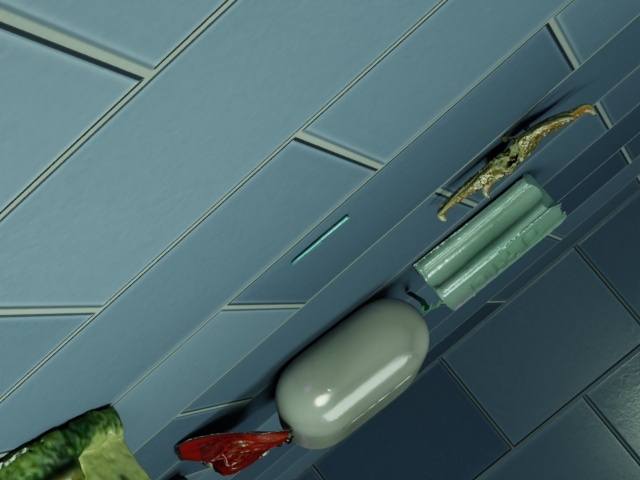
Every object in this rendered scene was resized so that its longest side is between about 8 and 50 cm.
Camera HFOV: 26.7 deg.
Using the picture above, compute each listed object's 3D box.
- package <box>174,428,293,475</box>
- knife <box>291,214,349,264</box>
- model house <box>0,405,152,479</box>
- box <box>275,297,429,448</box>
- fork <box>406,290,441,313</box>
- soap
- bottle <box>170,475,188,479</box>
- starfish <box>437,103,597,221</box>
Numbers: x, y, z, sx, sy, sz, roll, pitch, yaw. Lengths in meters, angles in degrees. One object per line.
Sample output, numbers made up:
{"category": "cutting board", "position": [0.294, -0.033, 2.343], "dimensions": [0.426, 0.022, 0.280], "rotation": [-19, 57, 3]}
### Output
{"category": "package", "position": [-0.144, 0.353, 2.271], "dimensions": [0.194, 0.071, 0.269], "rotation": [-16, 170, -9]}
{"category": "knife", "position": [0.000, 0.000, 1.624], "dimensions": [0.091, 0.005, 0.014], "rotation": [-40, 166, 5]}
{"category": "model house", "position": [-0.307, 0.400, 1.578], "dimensions": [0.321, 0.266, 0.261], "rotation": [-44, 171, 24]}
{"category": "box", "position": [0.053, 0.233, 2.310], "dimensions": [0.288, 0.141, 0.349], "rotation": [-36, 168, -10]}
{"category": "fork", "position": [0.175, 0.106, 2.323], "dimensions": [0.039, 0.021, 0.235], "rotation": [-17, -177, -4]}
{"category": "soap", "position": [0.290, 0.003, 2.283], "dimensions": [0.261, 0.094, 0.150], "rotation": [-39, 167, 4]}
{"category": "bottle", "position": [-0.342, 0.561, 2.366], "dimensions": [0.336, 0.144, 0.144], "rotation": [-33, 167, -13]}
{"category": "starfish", "position": [0.268, -0.117, 1.905], "dimensions": [0.247, 0.050, 0.138], "rotation": [-37, 171, 24]}
